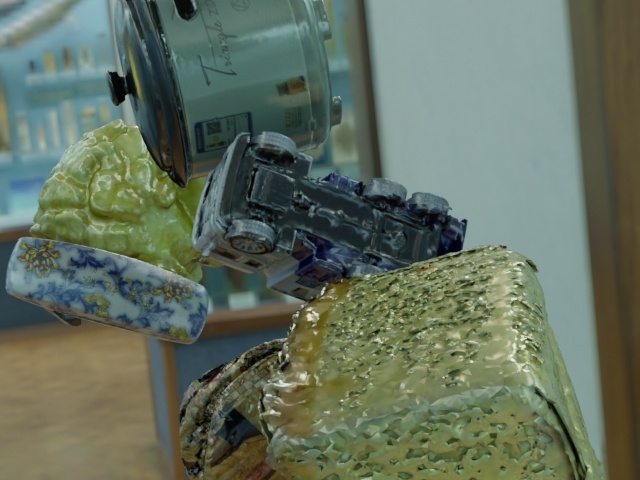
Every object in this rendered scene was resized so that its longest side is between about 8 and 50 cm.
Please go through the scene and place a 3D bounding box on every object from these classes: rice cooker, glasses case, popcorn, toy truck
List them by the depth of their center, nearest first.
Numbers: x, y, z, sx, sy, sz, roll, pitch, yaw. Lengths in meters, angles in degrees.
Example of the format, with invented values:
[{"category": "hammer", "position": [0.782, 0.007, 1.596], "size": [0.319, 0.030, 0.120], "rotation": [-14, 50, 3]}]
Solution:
[{"category": "toy truck", "position": [0.000, 0.000, 1.583], "size": [0.268, 0.124, 0.155], "rotation": [21, -23, -19]}, {"category": "rice cooker", "position": [-0.113, -0.186, 1.646], "size": [0.227, 0.241, 0.280], "rotation": [-15, -32, -9]}, {"category": "glasses case", "position": [-0.256, 0.059, 1.891], "size": [0.248, 0.087, 0.065], "rotation": [15, -21, -14]}, {"category": "popcorn", "position": [-0.253, -0.025, 2.159], "size": [0.293, 0.293, 0.237], "rotation": [1, 47, 40]}]

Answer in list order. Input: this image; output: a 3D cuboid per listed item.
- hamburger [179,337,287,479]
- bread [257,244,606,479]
[{"category": "hamburger", "position": [-0.046, 0.215, 1.740], "size": [0.231, 0.231, 0.107], "rotation": [-10, 23, -24]}, {"category": "bread", "position": [0.107, 0.170, 1.291], "size": [0.248, 0.279, 0.315], "rotation": [-20, 10, 16]}]
